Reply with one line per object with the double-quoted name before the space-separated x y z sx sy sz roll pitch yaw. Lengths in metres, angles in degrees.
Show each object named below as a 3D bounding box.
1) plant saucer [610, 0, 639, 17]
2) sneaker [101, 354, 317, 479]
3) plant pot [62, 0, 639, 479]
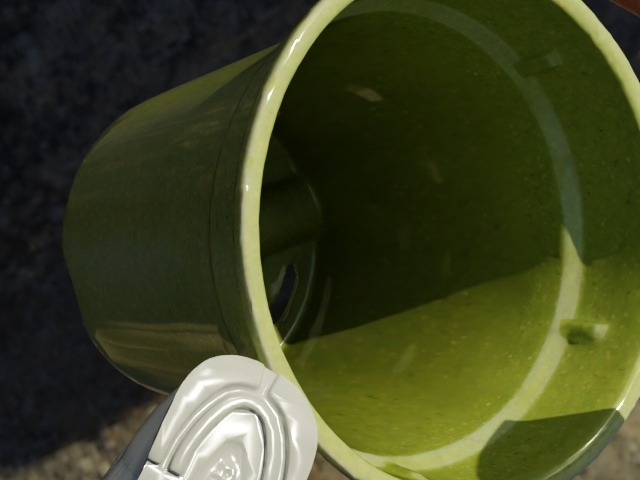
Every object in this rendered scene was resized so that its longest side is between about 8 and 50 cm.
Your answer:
"plant saucer" 0.156 -0.206 1.088 0.258 0.259 0.048 27 119 -10
"sneaker" -0.086 0.157 0.792 0.235 0.090 0.095 -53 -169 -26
"plant pot" 0.000 0.000 1.005 0.276 0.276 0.254 3 176 -37
